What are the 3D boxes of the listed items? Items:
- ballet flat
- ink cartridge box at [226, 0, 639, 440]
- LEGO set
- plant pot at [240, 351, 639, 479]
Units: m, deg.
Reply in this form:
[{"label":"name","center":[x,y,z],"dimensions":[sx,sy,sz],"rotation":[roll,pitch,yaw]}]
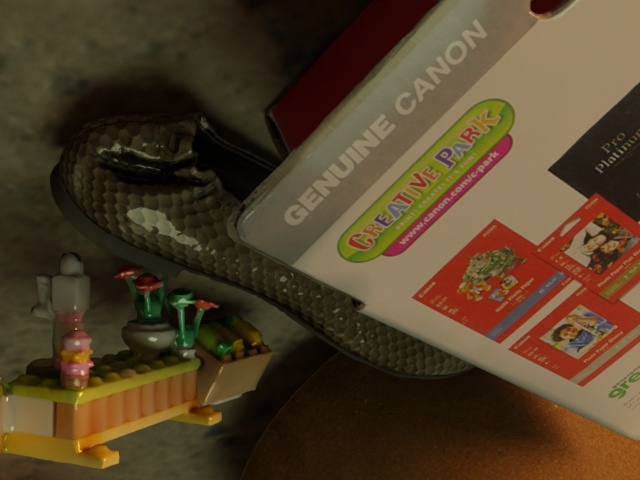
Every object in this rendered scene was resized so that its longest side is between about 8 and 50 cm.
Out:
[{"label":"ballet flat","center":[0.000,0.000,0.510],"dimensions":[0.250,0.084,0.058],"rotation":[24,121,-34]},{"label":"ink cartridge box","center":[0.139,-0.092,0.440],"dimensions":[0.272,0.130,0.309],"rotation":[27,117,-40]},{"label":"LEGO set","center":[-0.129,0.028,0.463],"dimensions":[0.287,0.132,0.107],"rotation":[-1,95,-31]},{"label":"plant pot","center":[0.113,0.195,0.593],"dimensions":[0.237,0.254,0.237],"rotation":[-18,131,-22]}]
